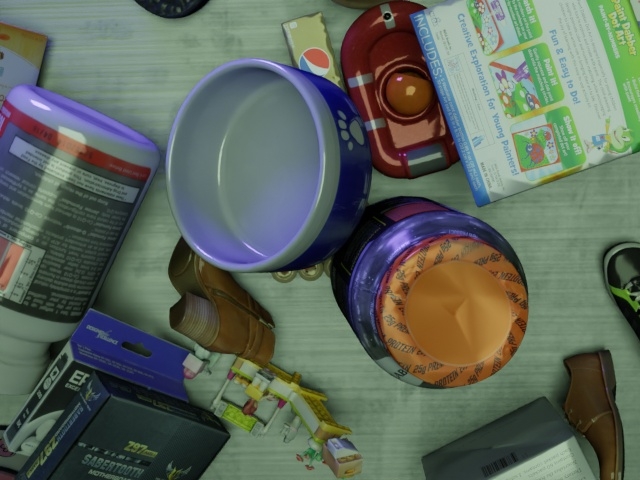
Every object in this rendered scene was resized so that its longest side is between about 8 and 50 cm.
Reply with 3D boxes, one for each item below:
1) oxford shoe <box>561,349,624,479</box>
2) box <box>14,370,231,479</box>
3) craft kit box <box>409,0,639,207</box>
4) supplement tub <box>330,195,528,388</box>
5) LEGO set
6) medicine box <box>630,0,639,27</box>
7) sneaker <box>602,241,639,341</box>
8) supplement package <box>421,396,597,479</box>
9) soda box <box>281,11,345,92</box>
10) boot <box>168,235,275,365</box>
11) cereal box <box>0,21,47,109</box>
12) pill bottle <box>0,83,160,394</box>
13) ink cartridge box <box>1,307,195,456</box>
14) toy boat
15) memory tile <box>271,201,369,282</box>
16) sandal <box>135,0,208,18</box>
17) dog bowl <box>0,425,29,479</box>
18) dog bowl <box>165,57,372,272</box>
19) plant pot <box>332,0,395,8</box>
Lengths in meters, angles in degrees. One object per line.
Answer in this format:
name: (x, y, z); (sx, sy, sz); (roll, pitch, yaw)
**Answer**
oxford shoe: (0.361, 0.242, 1.389); (0.076, 0.212, 0.076); (-6, 135, 8)
box: (-0.257, 0.287, 1.395); (0.183, 0.059, 0.232); (-53, 137, 5)
craft kit box: (0.263, -0.197, 1.255); (0.246, 0.061, 0.250); (-18, 94, 13)
supplement tub: (0.127, 0.058, 1.279); (0.207, 0.338, 0.207); (-1, 97, -5)
LEGO set: (-0.062, 0.244, 1.416); (0.287, 0.132, 0.107); (35, 102, 20)
medicine box: (0.428, -0.305, 1.332); (0.263, 0.149, 0.290); (-2, 96, 2)
sneaker: (0.458, 0.108, 1.403); (0.084, 0.097, 0.235); (-28, 95, 4)
supplement package: (0.287, 0.386, 1.388); (0.199, 0.198, 0.263); (-28, 95, 4)
soda box: (0.001, -0.207, 1.398); (0.058, 0.061, 0.181); (-17, 96, 3)
boot: (-0.127, 0.070, 1.422); (0.152, 0.197, 0.073); (27, 138, -31)
cereal box: (-0.467, -0.175, 1.371); (0.047, 0.173, 0.240); (21, 99, 43)
pill bottle: (-0.371, 0.002, 1.358); (0.210, 0.210, 0.363); (26, 96, -1)
ink cartridge box: (-0.282, 0.214, 1.403); (0.206, 0.045, 0.208); (30, 98, -43)
toy boat: (0.112, -0.194, 1.352); (0.150, 0.151, 0.231); (-16, 96, 3)
memory tile: (0.000, 0.000, 1.447); (0.147, 0.012, 0.113); (-5, 96, 2)
sandal: (-0.099, -0.486, 1.362); (0.167, 0.107, 0.446); (44, 108, -4)
dog bowl: (-0.464, 0.473, 1.445); (0.407, 0.150, 0.408); (0, 96, 2)
dog bowl: (-0.068, -0.091, 1.328); (0.264, 0.104, 0.265); (-1, 88, 37)
plant pot: (0.069, -0.420, 1.324); (0.237, 0.237, 0.110); (-36, 55, 5)
